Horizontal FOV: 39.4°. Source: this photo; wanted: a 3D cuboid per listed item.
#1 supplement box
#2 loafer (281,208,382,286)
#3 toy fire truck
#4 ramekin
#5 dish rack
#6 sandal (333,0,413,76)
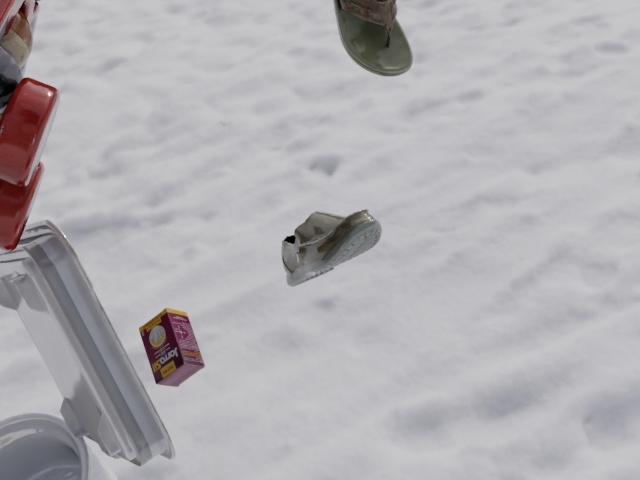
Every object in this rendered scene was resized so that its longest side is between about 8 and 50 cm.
[{"bbox_3d":[-0.190,0.136,1.135,0.055,0.043,0.083,-36,60,20],"label":"supplement box"},{"bbox_3d":[0.000,0.000,1.308,0.094,0.088,0.251,-22,-6,-32],"label":"loafer"},{"bbox_3d":[-0.338,-0.155,0.882,0.169,0.302,0.254,19,55,-15],"label":"toy fire truck"},{"bbox_3d":[-0.413,0.395,1.260,0.277,0.135,0.277,-14,48,16],"label":"ramekin"},{"bbox_3d":[-0.321,0.142,1.145,0.072,0.333,0.285,-31,12,-28],"label":"dish rack"},{"bbox_3d":[0.081,-0.439,1.622,0.120,0.303,0.086,-21,0,-17],"label":"sandal"}]
